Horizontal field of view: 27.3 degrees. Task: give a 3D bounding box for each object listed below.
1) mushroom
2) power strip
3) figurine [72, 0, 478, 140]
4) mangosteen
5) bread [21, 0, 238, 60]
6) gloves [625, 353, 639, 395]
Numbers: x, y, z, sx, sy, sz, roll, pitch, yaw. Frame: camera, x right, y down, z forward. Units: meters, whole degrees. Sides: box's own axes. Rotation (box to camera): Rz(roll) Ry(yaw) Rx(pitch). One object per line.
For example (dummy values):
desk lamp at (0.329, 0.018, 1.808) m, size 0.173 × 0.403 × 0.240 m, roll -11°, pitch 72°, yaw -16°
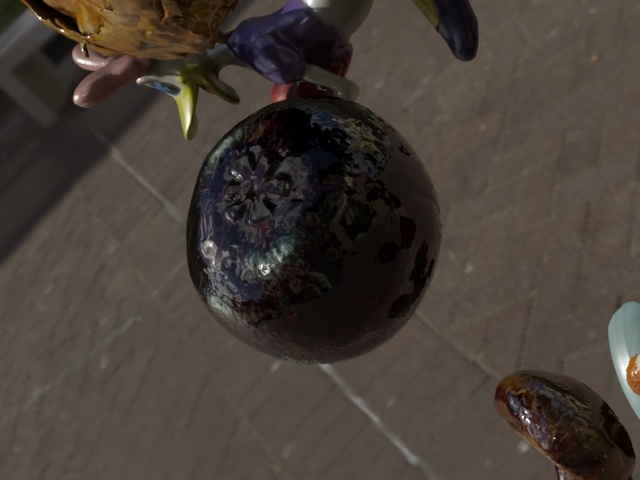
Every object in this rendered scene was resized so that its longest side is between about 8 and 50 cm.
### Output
mushroom at (0.217, 0.173, 1.097) m, size 0.080 × 0.170 × 0.135 m, roll -37°, pitch -4°, yaw 4°
power strip at (0.410, 0.165, 1.392) m, size 0.054 × 0.253 × 0.167 m, roll -34°, pitch 47°, yaw 41°
figurine at (-0.042, -0.214, 1.345) m, size 0.421 × 0.193 × 0.154 m, roll -26°, pitch 28°, yaw 3°
mangosteen at (0.000, 0.001, 1.063) m, size 0.216 × 0.216 × 0.216 m, roll -37°, pitch 25°, yaw 20°
bread at (-0.192, -0.312, 1.039) m, size 0.204 × 0.358 × 0.337 m, roll -45°, pitch -19°, yaw -22°
gloves at (0.367, 0.130, 1.178) m, size 0.131 × 0.140 × 0.219 m, roll -96°, pitch 20°, yaw -54°
